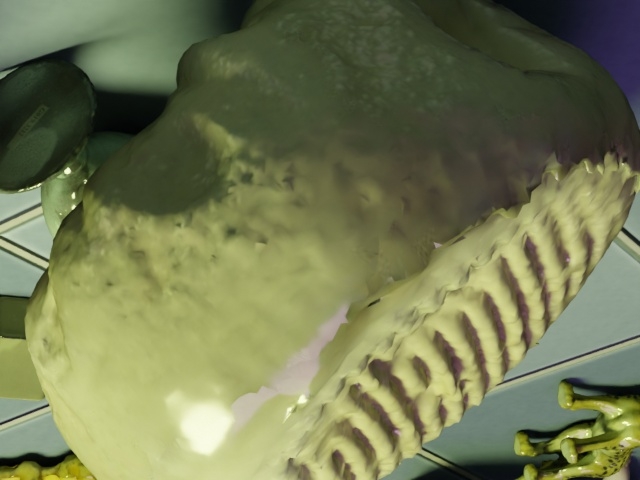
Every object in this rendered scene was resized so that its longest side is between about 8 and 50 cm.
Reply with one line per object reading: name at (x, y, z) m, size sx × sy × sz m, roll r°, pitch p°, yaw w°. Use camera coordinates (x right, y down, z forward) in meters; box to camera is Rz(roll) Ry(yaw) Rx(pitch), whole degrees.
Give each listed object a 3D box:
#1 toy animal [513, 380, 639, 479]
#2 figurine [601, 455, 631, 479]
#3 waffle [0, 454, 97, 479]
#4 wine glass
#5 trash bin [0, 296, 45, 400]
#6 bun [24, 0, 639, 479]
toy animal at (0.262, 0.190, 1.477) m, size 0.136 × 0.073 × 0.181 m, roll 1°, pitch 152°, yaw -15°
figurine at (0.234, 0.331, 1.629) m, size 0.315 × 0.206 × 0.284 m, roll 4°, pitch 145°, yaw -5°
waffle at (-0.270, 0.276, 1.551) m, size 0.291 × 0.051 × 0.291 m, roll -7°, pitch 151°, yaw -4°
wine glass at (-0.127, -0.024, 0.993) m, size 0.093 × 0.093 × 0.202 m, roll -17°, pitch 148°, yaw 19°
trash bin at (-0.228, 0.080, 1.216) m, size 0.061 × 0.043 × 0.092 m, roll 6°, pitch 145°, yaw -21°
bun at (0.000, 0.000, 0.897) m, size 0.359 × 0.211 × 0.360 m, roll -36°, pitch 157°, yaw -18°
